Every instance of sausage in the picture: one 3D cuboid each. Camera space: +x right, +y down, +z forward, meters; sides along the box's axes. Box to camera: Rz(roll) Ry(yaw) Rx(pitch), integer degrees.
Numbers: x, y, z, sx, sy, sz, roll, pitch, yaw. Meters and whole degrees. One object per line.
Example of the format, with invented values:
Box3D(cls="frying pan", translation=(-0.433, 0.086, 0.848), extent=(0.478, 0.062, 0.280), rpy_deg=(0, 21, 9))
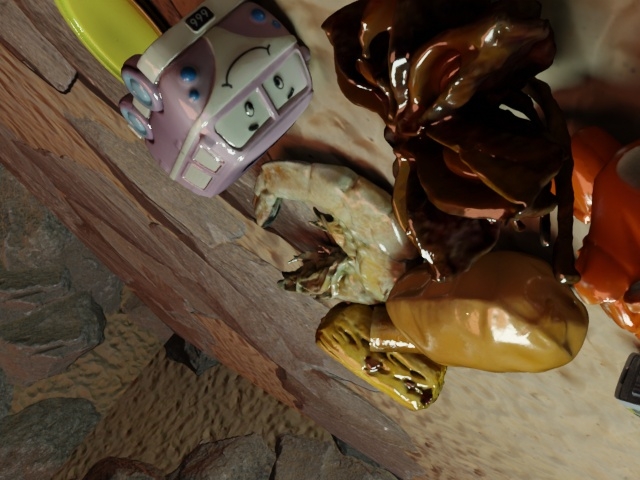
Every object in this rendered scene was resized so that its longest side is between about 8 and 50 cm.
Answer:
Box3D(cls="sausage", translation=(0.162, 0.074, 0.646), extent=(0.136, 0.120, 0.241), rpy_deg=(34, 162, -12))

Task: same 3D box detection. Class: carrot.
Box3D(cls="carrot", translation=(0.167, 0.124, 0.777), extent=(0.210, 0.061, 0.061), rpy_deg=(5, 150, 13))

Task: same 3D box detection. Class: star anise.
Box3D(cls="star anise", translation=(0.089, -0.086, 0.421), extent=(0.190, 0.126, 0.220), rpy_deg=(3, 113, 59))

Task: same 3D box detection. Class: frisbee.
Box3D(cls="frisbee", translation=(-0.254, -0.261, 0.782), extent=(0.236, 0.017, 0.236), rpy_deg=(32, 159, 14))

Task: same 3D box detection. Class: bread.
Box3D(cls="bread", translation=(0.099, 0.164, 0.936), extent=(0.210, 0.099, 0.235), rpy_deg=(33, 178, 10))

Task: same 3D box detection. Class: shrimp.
Box3D(cls="shrimp", translation=(0.000, 0.000, 0.822), extent=(0.247, 0.085, 0.360), rpy_deg=(41, 153, -7))

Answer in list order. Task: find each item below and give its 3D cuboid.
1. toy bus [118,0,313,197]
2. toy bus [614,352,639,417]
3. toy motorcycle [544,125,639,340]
Box3D(cls="toy bus", translation=(-0.103, -0.141, 0.616), extent=(0.142, 0.142, 0.202), rpy_deg=(47, 159, -7))
Box3D(cls="toy bus", translation=(0.376, 0.155, 0.555), extent=(0.075, 0.064, 0.190), rpy_deg=(37, 163, -32))
Box3D(cls="toy motorcycle", translation=(0.264, 0.050, 0.406), extent=(0.325, 0.148, 0.221), rpy_deg=(51, -178, -8))
